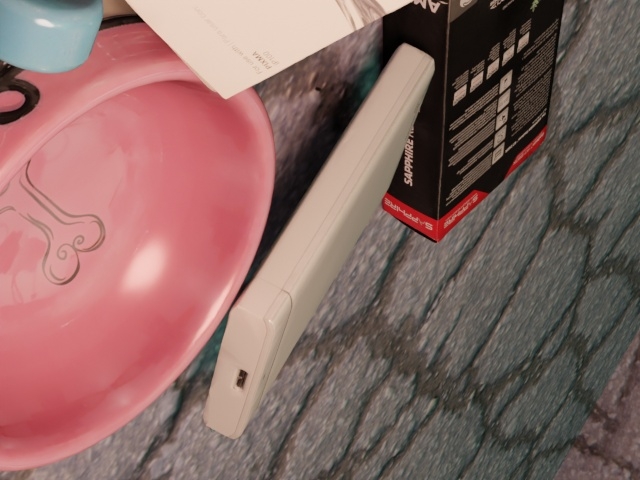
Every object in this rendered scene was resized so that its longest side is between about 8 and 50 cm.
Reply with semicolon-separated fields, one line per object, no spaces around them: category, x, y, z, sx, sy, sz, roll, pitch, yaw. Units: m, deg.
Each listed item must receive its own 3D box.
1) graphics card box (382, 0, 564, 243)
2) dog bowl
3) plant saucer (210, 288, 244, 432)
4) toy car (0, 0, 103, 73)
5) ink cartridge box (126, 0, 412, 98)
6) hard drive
graphics card box;0.171;-0.200;1.384;0.233;0.094;0.371;-41;150;-28
dog bowl;-0.198;-0.008;0.917;0.408;0.150;0.408;-40;148;-32
plant saucer;-0.085;0.125;1.384;0.067;0.018;0.192;-21;136;-49
toy car;-0.134;-0.255;0.733;0.238;0.210;0.219;-40;161;-55
ink cartridge box;0.017;-0.245;0.796;0.283;0.207;0.117;-24;135;25
hard drive;0.000;0.000;1.208;0.353;0.047;0.233;-59;173;-35
